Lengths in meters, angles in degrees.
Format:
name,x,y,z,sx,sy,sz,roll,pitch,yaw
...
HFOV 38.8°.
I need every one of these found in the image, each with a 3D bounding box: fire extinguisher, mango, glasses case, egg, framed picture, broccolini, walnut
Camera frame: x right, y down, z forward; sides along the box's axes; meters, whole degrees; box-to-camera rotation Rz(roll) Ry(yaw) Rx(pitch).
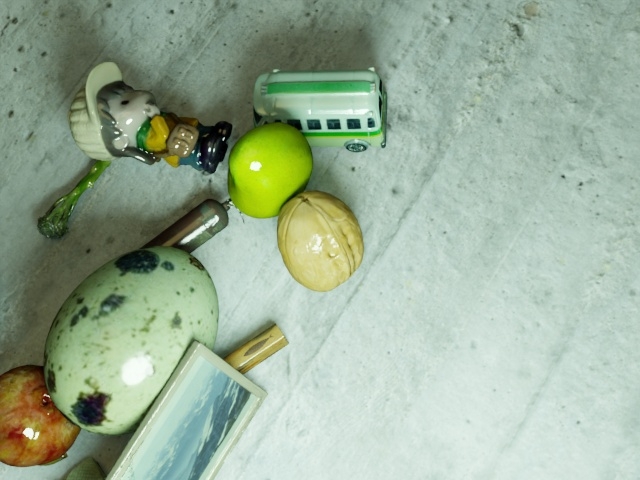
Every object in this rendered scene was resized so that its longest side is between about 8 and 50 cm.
name,x,y,z,sx,sy,sz,roll,pitch,yaw
fire extinguisher,-0.261,-0.008,1.849,0.267,0.072,0.089,-37,105,-7
mango,-0.095,-0.141,1.763,0.149,0.273,0.185,44,73,9
glasses case,-0.144,0.224,1.748,0.169,0.065,0.041,-34,69,-5
egg,-0.340,0.176,1.670,0.287,0.288,0.379,19,66,14
framed picture,-0.246,0.370,1.619,0.022,0.247,0.335,22,73,38
broccolini,-0.511,-0.090,1.923,0.058,0.067,0.216,35,69,14
walnut,0.000,0.000,1.743,0.165,0.197,0.165,-8,36,6

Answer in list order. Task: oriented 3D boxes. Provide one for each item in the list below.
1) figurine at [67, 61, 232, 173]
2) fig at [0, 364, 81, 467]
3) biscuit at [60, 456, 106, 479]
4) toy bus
name,x,y,z,sx,sy,sz,roll,pitch,yaw
figurine,-0.365,-0.222,1.896,0.332,0.204,0.185,31,32,-5
fig,-0.550,0.341,1.709,0.205,0.205,0.205,-2,70,7
biscuit,-0.477,0.508,1.686,0.199,0.041,0.121,-40,53,-8
toy bus,-0.005,-0.272,1.854,0.275,0.165,0.134,0,69,7
